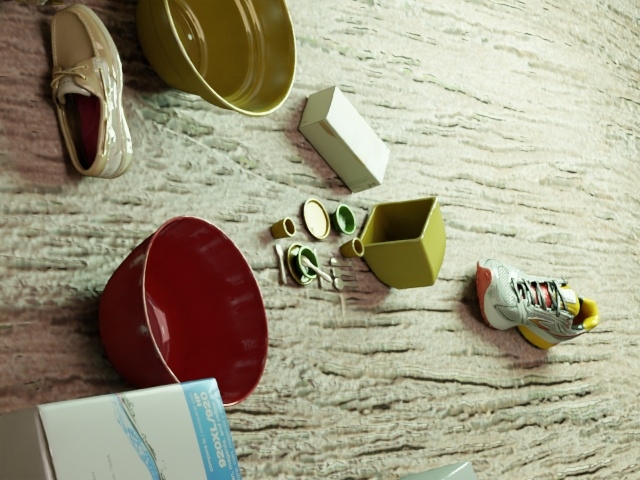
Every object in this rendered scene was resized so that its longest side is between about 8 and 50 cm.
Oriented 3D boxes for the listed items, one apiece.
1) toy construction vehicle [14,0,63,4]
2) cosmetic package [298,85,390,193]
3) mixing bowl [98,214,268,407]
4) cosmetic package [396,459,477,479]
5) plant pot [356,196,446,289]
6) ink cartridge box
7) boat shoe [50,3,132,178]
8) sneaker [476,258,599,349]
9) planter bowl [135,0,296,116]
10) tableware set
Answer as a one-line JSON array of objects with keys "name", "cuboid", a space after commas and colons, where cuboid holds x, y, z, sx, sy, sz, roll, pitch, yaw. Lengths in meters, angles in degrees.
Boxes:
[{"name": "toy construction vehicle", "cuboid": [-0.249, -0.233, 1.784, 0.086, 0.098, 0.035, 1, 91, -44]}, {"name": "cosmetic package", "cuboid": [0.028, -0.114, 2.171, 0.115, 0.041, 0.060, 47, 41, -33]}, {"name": "mixing bowl", "cuboid": [-0.141, 0.077, 1.778, 0.181, 0.098, 0.181, 29, 52, -45]}, {"name": "cosmetic package", "cuboid": [0.088, 0.327, 1.996, 0.238, 0.107, 0.127, -18, 90, -60]}, {"name": "plant pot", "cuboid": [0.101, 0.010, 2.190, 0.083, 0.082, 0.081, 66, 31, -32]}, {"name": "ink cartridge box", "cuboid": [-0.198, 0.219, 1.559, 0.233, 0.171, 0.168, -3, 77, -57]}, {"name": "boat shoe", "cuboid": [-0.222, -0.140, 1.795, 0.059, 0.063, 0.170, -11, 85, -63]}, {"name": "sneaker", "cuboid": [0.269, 0.069, 2.393, 0.225, 0.093, 0.088, 22, 57, -49]}, {"name": "planter bowl", "cuboid": [-0.124, -0.218, 1.951, 0.217, 0.090, 0.217, 31, 51, -47]}, {"name": "tableware set", "cuboid": [0.000, 0.000, 2.092, 0.154, 0.024, 0.104, 6, 70, -54]}]
